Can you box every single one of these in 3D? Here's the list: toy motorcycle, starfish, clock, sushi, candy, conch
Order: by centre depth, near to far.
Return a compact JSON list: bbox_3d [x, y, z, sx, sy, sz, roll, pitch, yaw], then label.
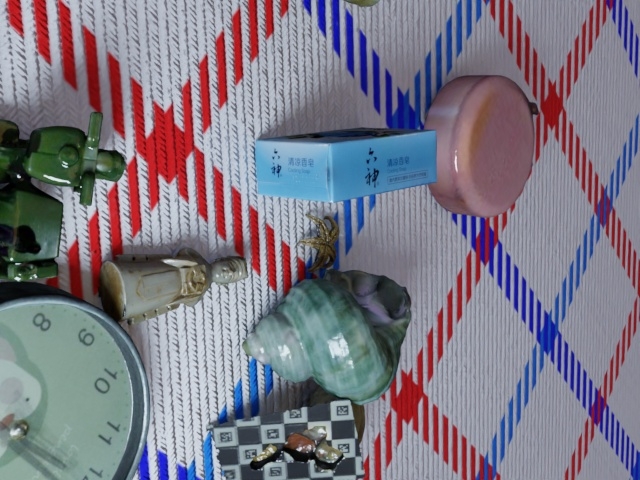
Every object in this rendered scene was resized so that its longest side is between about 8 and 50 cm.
[{"bbox_3d":[-0.319,-0.035,0.888,0.275,0.127,0.205,6,89,-44],"label":"toy motorcycle"},{"bbox_3d":[-0.326,0.205,0.963,0.319,0.066,0.318,-10,104,-46],"label":"clock"},{"bbox_3d":[-0.047,0.284,1.233,0.201,0.031,0.139,-11,115,1],"label":"sushi"},{"bbox_3d":[0.024,0.129,1.253,0.277,0.220,0.195,-12,146,-22],"label":"conch"},{"bbox_3d":[0.000,0.000,1.303,0.078,0.028,0.091,-36,116,-35],"label":"starfish"},{"bbox_3d":[0.276,-0.165,1.519,0.255,0.094,0.255,-10,103,-46],"label":"candy"}]

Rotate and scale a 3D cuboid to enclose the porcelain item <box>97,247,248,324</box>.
[{"bbox_3d":[-0.171,0.049,1.109,0.213,0.054,0.084,-9,96,-46],"label":"porcelain item"}]

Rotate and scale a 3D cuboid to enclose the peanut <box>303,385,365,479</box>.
[{"bbox_3d":[0.005,0.306,1.307,0.090,0.099,0.214,41,69,-55],"label":"peanut"}]

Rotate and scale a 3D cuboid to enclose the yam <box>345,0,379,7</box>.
[{"bbox_3d":[0.014,-0.386,1.198,0.194,0.107,0.107,10,89,-47],"label":"yam"}]

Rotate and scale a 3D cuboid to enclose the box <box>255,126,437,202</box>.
[{"bbox_3d":[0.040,-0.110,1.242,0.232,0.143,0.083,-15,107,-44],"label":"box"}]
